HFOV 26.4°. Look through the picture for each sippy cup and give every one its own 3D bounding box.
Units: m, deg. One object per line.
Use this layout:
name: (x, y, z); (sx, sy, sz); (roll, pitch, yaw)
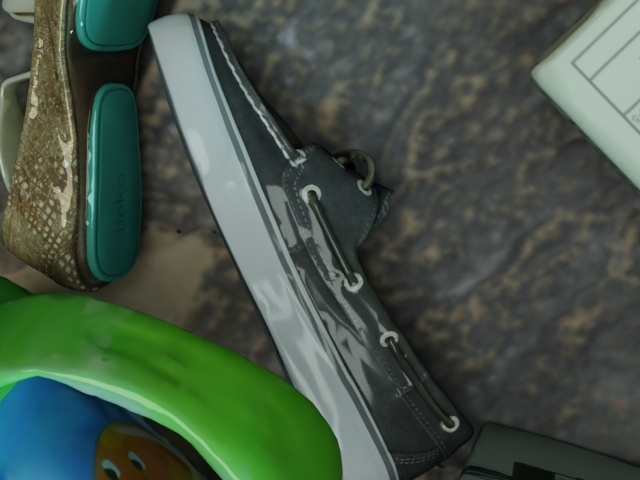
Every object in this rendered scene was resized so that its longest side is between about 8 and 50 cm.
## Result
sippy cup: (-0.111, 0.171, 0.562); (0.224, 0.305, 0.240); (37, 69, -7)

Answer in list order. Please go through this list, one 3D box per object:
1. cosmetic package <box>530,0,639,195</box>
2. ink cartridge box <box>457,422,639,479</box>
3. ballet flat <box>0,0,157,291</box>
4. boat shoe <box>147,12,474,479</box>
cosmetic package: (0.233, -0.008, 0.515); (0.153, 0.129, 0.296); (-43, 88, 11)
ink cartridge box: (0.070, 0.172, 0.527); (0.087, 0.208, 0.153); (18, 99, 11)
ballet flat: (-0.112, -0.081, 0.601); (0.067, 0.073, 0.206); (10, 95, 23)
boat shoe: (0.000, 0.000, 0.588); (0.076, 0.080, 0.228); (-25, 89, -5)
